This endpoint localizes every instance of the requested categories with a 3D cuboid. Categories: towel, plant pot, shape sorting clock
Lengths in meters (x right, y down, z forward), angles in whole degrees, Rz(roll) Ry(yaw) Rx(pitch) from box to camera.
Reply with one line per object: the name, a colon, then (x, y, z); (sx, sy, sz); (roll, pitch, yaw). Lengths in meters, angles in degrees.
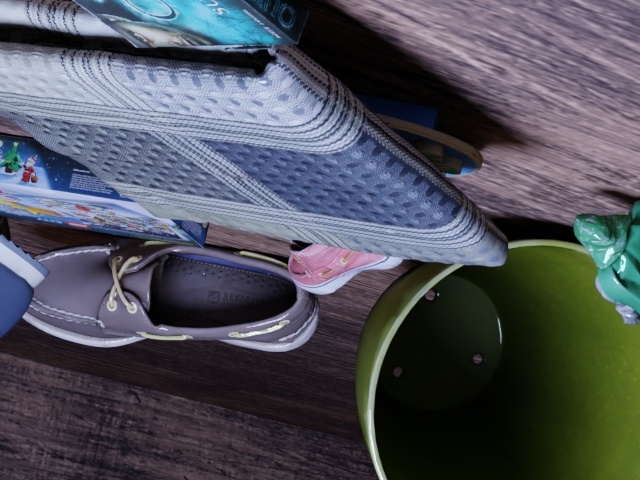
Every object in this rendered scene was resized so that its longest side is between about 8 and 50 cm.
towel: (-0.071, -0.072, 1.253); (0.324, 0.056, 0.312); (9, 164, 35)
plant pot: (0.140, 0.118, 1.680); (0.274, 0.275, 0.293); (14, -176, -14)
shape sorting clock: (0.011, -0.069, 1.335); (0.206, 0.040, 0.206); (11, 169, 2)

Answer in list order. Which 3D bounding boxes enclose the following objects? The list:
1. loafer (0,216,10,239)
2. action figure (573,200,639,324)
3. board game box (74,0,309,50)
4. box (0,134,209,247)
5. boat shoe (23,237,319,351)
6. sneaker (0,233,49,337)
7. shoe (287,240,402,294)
loafer: (-0.470, -0.037, 1.861); (0.366, 0.134, 0.130); (5, 149, -23)
action figure: (0.265, 0.032, 1.451); (0.063, 0.137, 0.232); (18, 169, 47)
board game box: (-0.109, -0.153, 0.979); (0.126, 0.026, 0.186); (4, 158, 42)
box: (-0.228, -0.048, 1.689); (0.233, 0.044, 0.159); (9, 169, 14)
boat shoe: (-0.164, 0.051, 1.968); (0.324, 0.117, 0.097); (6, 164, 6)
sneaker: (-0.408, -0.001, 1.750); (0.319, 0.131, 0.112); (33, 175, -21)
shoe: (0.000, 0.000, 1.664); (0.081, 0.063, 0.178); (18, 162, -26)
